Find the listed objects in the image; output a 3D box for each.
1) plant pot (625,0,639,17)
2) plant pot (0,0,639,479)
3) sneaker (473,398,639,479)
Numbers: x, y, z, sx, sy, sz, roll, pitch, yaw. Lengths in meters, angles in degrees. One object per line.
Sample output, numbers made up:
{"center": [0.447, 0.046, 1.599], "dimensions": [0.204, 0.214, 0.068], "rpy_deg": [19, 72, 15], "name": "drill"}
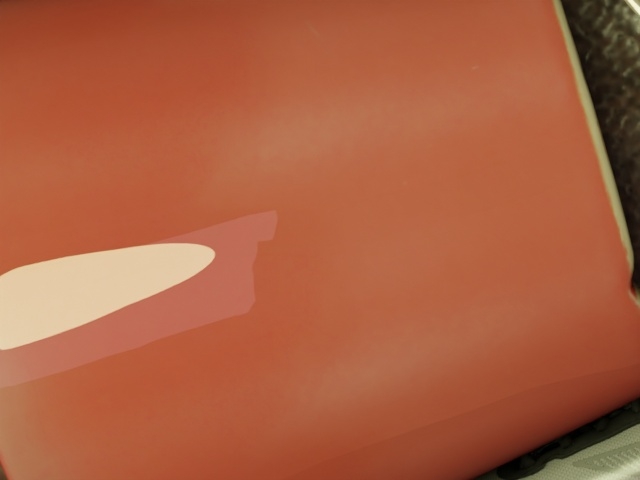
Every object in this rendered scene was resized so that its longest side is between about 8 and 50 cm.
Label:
{"center": [0.235, -0.186, 0.702], "dimensions": [0.284, 0.191, 0.284], "rpy_deg": [2, 98, 15], "name": "plant pot"}
{"center": [0.000, 0.000, 0.765], "dimensions": [0.243, 0.275, 0.275], "rpy_deg": [-16, 92, 6], "name": "plant pot"}
{"center": [0.152, 0.096, 0.809], "dimensions": [0.271, 0.100, 0.108], "rpy_deg": [-9, 93, 10], "name": "sneaker"}
